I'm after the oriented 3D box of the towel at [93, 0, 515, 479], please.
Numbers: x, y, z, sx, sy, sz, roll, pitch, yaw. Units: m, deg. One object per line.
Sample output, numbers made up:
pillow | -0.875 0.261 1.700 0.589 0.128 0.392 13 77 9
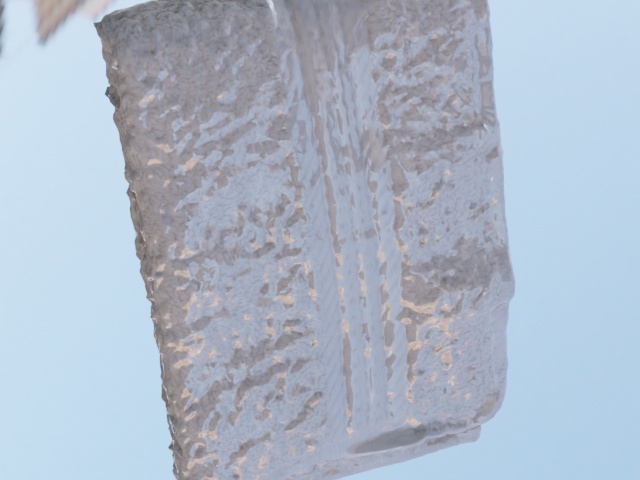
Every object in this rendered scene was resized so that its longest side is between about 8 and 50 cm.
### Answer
towel | 0.000 0.000 0.872 0.049 0.187 0.282 -131 -151 -58
